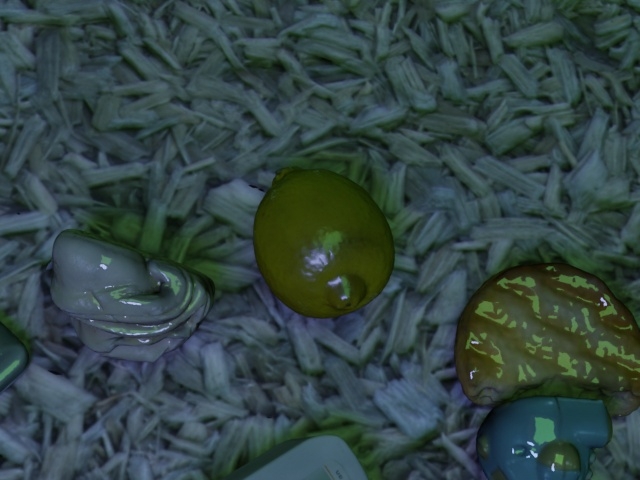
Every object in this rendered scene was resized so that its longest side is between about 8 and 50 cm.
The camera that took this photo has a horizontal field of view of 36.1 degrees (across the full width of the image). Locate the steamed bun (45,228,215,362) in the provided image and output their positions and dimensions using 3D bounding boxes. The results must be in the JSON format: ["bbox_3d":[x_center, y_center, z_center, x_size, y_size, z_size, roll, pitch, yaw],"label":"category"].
[{"bbox_3d":[-0.246,0.079,1.229,0.211,0.218,0.144,21,86,-8],"label":"steamed bun"}]

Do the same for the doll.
[{"bbox_3d":[0.278,0.335,1.222,0.162,0.177,0.260,6,63,-13],"label":"doll"}]

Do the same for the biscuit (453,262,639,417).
[{"bbox_3d":[0.319,0.138,1.362,0.274,0.091,0.213,10,68,-5],"label":"biscuit"}]

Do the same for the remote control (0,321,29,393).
[{"bbox_3d":[-0.514,0.213,1.181,0.128,0.065,0.335,40,66,10],"label":"remote control"}]

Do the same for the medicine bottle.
[{"bbox_3d":[-0.079,0.358,1.109,0.324,0.124,0.179,-23,93,-41],"label":"medicine bottle"}]

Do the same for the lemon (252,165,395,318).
[{"bbox_3d":[0.000,0.000,1.314,0.184,0.184,0.248,-13,53,-16],"label":"lemon"}]
